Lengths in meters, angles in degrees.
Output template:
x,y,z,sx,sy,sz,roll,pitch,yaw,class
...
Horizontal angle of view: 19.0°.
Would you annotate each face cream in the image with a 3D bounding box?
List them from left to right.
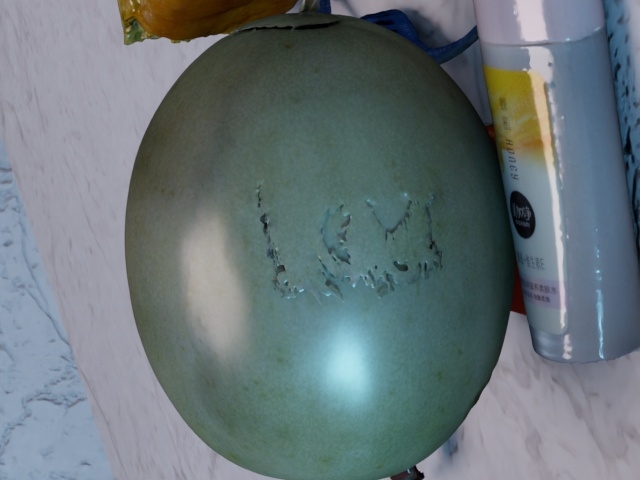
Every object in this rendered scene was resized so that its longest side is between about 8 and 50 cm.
x,y,z,sx,sy,sz,roll,pitch,yaw,class
0.154,-0.060,1.225,0.107,0.073,0.269,15,119,60,face cream

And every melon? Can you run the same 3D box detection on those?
x,y,z,sx,sy,sz,roll,pitch,yaw,class
0.000,0.000,1.295,0.268,0.268,0.330,-166,74,-69,melon

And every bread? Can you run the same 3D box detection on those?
x,y,z,sx,sy,sz,roll,pitch,yaw,class
-0.092,-0.243,1.615,0.133,0.179,0.250,68,161,3,bread

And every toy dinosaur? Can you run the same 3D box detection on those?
x,y,z,sx,sy,sz,roll,pitch,yaw,class
0.032,-0.126,1.485,0.144,0.076,0.329,-65,23,0,toy dinosaur

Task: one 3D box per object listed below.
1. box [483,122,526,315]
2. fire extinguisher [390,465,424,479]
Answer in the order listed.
x,y,z,sx,sy,sz,roll,pitch,yaw,class
0.114,-0.021,1.426,0.245,0.035,0.139,-171,68,-70,box
0.041,0.066,1.630,0.147,0.106,0.337,-56,-45,-73,fire extinguisher
